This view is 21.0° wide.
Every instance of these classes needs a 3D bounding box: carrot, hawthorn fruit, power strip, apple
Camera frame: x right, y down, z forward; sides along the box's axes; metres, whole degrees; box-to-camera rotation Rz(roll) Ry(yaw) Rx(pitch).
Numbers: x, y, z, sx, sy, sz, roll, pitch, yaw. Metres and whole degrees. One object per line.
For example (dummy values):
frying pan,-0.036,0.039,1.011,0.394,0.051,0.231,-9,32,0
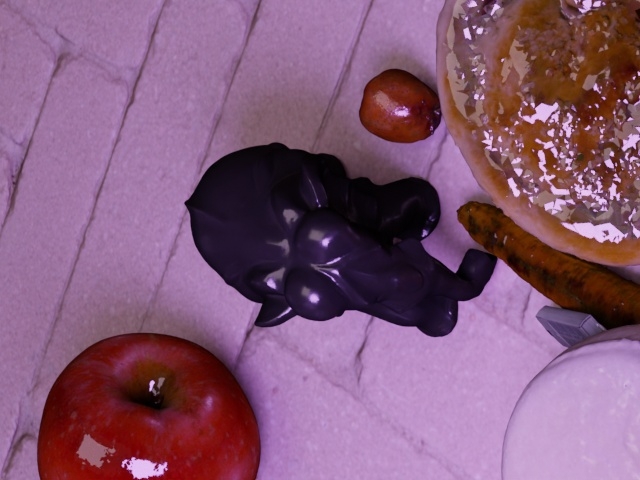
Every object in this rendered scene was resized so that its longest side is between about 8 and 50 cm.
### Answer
carrot,0.243,0.033,1.738,0.314,0.066,0.066,34,109,39
hawthorn fruit,0.093,-0.143,1.885,0.093,0.081,0.081,25,104,27
power strip,0.252,0.090,1.709,0.019,0.051,0.136,-48,14,-9
apple,-0.197,0.239,2.009,0.260,0.260,0.217,44,144,36

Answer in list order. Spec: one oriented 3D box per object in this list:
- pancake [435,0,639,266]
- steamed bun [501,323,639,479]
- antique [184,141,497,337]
pancake,0.286,-0.163,1.609,0.386,0.082,0.387,2,98,16
steamed bun,0.316,0.214,1.580,0.283,0.177,0.283,0,90,40
antique,0.000,0.000,1.842,0.322,0.255,0.185,23,100,39
